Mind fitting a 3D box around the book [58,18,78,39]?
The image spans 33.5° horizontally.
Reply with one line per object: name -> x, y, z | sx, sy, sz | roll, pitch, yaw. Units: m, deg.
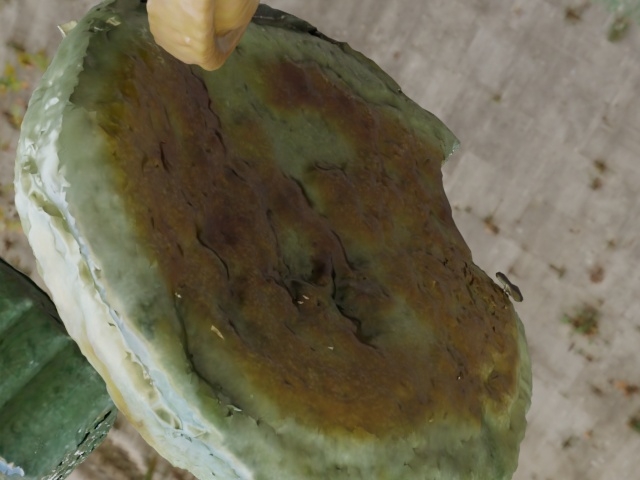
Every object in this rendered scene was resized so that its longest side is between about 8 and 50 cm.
book -> -0.224, -0.111, 1.307 | 0.025, 0.215, 0.282 | -31, -113, -14

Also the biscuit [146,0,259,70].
biscuit -> -0.021, -0.127, 0.358 | 0.029, 0.141, 0.221 | 21, 174, -3

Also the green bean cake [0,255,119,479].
green bean cake -> -0.364, 0.124, 1.146 | 0.308, 0.300, 0.169 | 44, -112, 2

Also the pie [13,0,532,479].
pie -> -0.005, 0.000, 0.506 | 0.303, 0.067, 0.302 | 29, -136, -32
